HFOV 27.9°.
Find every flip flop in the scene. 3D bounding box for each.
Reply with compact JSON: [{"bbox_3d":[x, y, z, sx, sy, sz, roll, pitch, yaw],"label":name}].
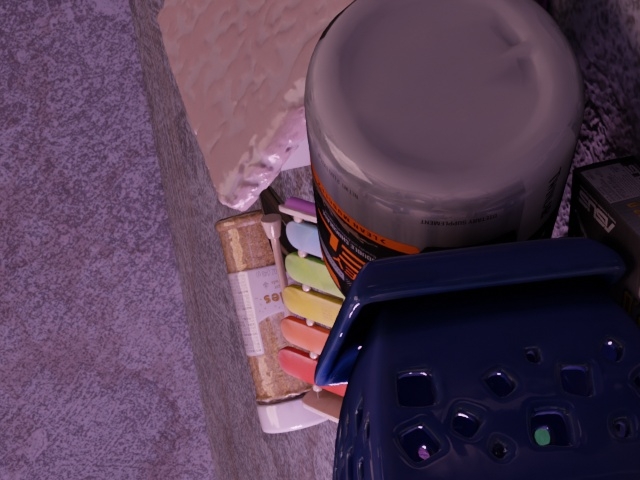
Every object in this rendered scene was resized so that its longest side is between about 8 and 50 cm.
[{"bbox_3d":[0.000,0.000,1.802,0.277,0.080,0.112,31,139,48],"label":"flip flop"}]

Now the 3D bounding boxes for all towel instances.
[{"bbox_3d":[-0.035,-0.245,1.267,0.332,0.053,0.317,-52,41,29],"label":"towel"}]

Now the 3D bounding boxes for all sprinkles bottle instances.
[{"bbox_3d":[-0.076,0.127,2.088,0.121,0.121,0.355,170,87,-75],"label":"sprinkles bottle"}]

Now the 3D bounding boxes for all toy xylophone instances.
[{"bbox_3d":[0.005,0.085,1.688,0.236,0.081,0.323,8,118,44],"label":"toy xylophone"}]

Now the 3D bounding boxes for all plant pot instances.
[{"bbox_3d":[0.119,0.129,0.946,0.236,0.236,0.212,108,152,-65],"label":"plant pot"}]

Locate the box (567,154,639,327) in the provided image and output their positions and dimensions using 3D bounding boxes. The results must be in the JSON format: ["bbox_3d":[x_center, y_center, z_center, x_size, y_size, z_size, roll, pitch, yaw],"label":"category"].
[{"bbox_3d":[0.254,0.073,0.938,0.231,0.056,0.183,-121,23,-50],"label":"box"}]

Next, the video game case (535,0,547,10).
[{"bbox_3d":[0.132,-0.283,1.102,0.210,0.042,0.232,-122,24,-48],"label":"video game case"}]

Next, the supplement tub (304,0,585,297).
[{"bbox_3d":[0.096,-0.047,1.069,0.338,0.207,0.207,82,169,-65],"label":"supplement tub"}]

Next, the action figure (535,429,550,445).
[{"bbox_3d":[0.223,0.216,1.166,0.137,0.063,0.232,-139,34,-69],"label":"action figure"}]

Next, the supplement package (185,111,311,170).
[{"bbox_3d":[-0.052,-0.202,1.547,0.194,0.203,0.149,92,160,-43],"label":"supplement package"}]

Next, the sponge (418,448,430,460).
[{"bbox_3d":[0.150,0.334,1.610,0.210,0.031,0.117,-147,45,-69],"label":"sponge"}]
